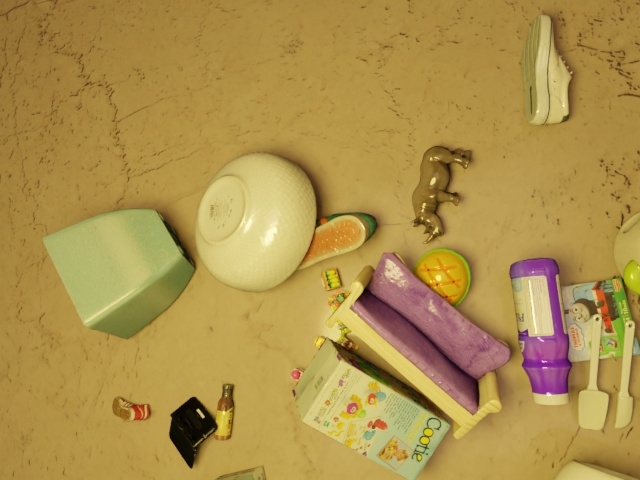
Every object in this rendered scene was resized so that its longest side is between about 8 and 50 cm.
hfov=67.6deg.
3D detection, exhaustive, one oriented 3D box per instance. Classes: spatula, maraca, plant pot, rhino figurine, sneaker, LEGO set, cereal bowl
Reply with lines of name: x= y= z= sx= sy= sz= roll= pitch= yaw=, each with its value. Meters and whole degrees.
spatula: x=0.617 y=0.271 z=0.970 sx=0.168 sy=0.019 sz=0.242 roll=2 pitch=96 yaw=12
maraca: x=0.261 y=0.107 z=1.073 sx=0.127 sy=0.099 sz=0.186 roll=25 pitch=106 yaw=20
plant pot: x=-0.465 y=0.062 z=1.186 sx=0.252 sy=0.248 sz=0.247 roll=-31 pitch=75 yaw=-9
rhino figurine: x=0.270 y=-0.109 z=1.115 sx=0.106 sy=0.073 sz=0.244 roll=14 pitch=86 yaw=11
sneaker: x=0.000 y=0.000 z=1.156 sx=0.302 sy=0.121 sz=0.108 roll=-12 pitch=94 yaw=31
sneaker: x=0.524 y=-0.387 z=1.098 sx=0.091 sy=0.094 sz=0.258 roll=3 pitch=86 yaw=-4
sneaker: x=-0.487 y=0.436 z=1.234 sx=0.118 sy=0.067 sz=0.042 roll=9 pitch=85 yaw=45
LEGO set: x=0.023 y=0.208 z=1.106 sx=0.132 sy=0.107 sz=0.287 roll=14 pitch=85 yaw=15
cereal bowl: x=-0.180 y=-0.054 z=1.120 sx=0.338 sy=0.141 sz=0.339 roll=-9 pitch=73 yaw=34

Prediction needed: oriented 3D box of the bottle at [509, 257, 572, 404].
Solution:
bottle: x=0.446 y=0.180 z=0.964 sx=0.092 sy=0.118 sz=0.283 roll=-6 pitch=81 yaw=14

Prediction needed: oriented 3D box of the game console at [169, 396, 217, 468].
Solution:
game console: x=-0.315 y=0.470 z=1.176 sx=0.107 sy=0.071 sz=0.122 roll=-38 pitch=47 yaw=-23

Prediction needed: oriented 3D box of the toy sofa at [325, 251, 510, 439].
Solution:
toy sofa: x=0.206 y=0.199 z=0.974 sx=0.362 sy=0.150 sz=0.177 roll=41 pitch=109 yaw=6

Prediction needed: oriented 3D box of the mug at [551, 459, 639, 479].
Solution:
mug: x=0.553 y=0.601 z=0.858 sx=0.373 sy=0.276 sz=0.328 roll=19 pitch=77 yaw=-15

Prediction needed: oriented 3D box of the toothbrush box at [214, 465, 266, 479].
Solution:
toothbrush box: x=-0.199 y=0.635 z=0.997 sx=0.126 sy=0.295 sz=0.217 roll=-18 pitch=79 yaw=11

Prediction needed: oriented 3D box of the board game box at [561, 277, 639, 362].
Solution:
board game box: x=0.543 y=0.176 z=1.022 sx=0.211 sy=0.039 sz=0.160 roll=-11 pitch=79 yaw=13

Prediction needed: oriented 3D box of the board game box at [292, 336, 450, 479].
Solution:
board game box: x=0.100 y=0.345 z=0.990 sx=0.275 sy=0.142 sz=0.144 roll=34 pitch=90 yaw=-13

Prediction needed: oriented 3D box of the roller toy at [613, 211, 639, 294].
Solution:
roller toy: x=0.707 y=0.024 z=0.950 sx=0.209 sy=0.146 sz=0.191 roll=9 pitch=89 yaw=6

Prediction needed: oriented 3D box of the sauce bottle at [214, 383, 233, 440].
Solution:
sauce bottle: x=-0.234 y=0.419 z=1.169 sx=0.042 sy=0.042 sz=0.128 roll=4 pitch=84 yaw=14
